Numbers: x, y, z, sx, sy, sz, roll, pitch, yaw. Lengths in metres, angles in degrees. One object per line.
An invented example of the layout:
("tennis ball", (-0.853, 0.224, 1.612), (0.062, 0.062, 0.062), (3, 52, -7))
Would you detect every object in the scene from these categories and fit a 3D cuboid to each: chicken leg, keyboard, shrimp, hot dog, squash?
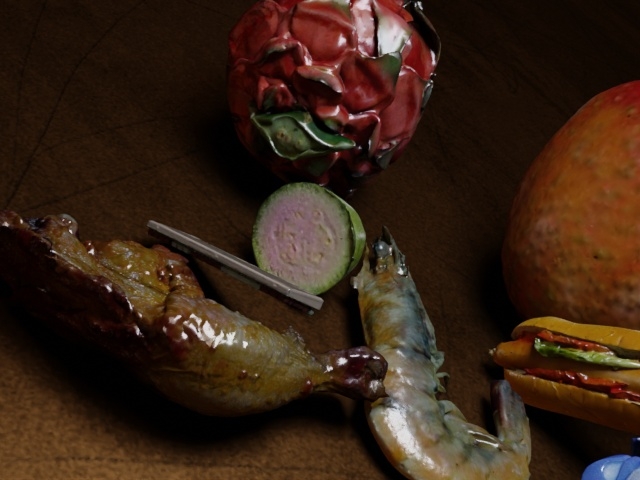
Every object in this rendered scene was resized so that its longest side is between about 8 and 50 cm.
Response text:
("chicken leg", (-0.102, 0.060, 0.769), (0.322, 0.083, 0.177), (28, 18, 8))
("keyboard", (-0.073, 0.022, 0.840), (0.166, 0.017, 0.055), (24, 1, 35))
("shrimp", (0.107, 0.106, 0.907), (0.169, 0.058, 0.296), (22, 38, -22))
("hot dog", (0.257, 0.122, 0.903), (0.235, 0.092, 0.062), (7, -1, 34))
("squash", (0.009, -0.001, 0.952), (0.105, 0.105, 0.132), (43, 17, 17))

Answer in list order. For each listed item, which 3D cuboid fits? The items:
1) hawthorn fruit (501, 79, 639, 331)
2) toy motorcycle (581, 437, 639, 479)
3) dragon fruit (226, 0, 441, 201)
("hawthorn fruit", (0.353, -0.033, 1.019), (0.284, 0.369, 0.285), (30, 13, -8))
("toy motorcycle", (0.241, 0.210, 0.792), (0.205, 0.076, 0.114), (-17, 37, -11))
("dragon fruit", (0.023, -0.168, 1.053), (0.233, 0.234, 0.293), (39, 38, 12))
